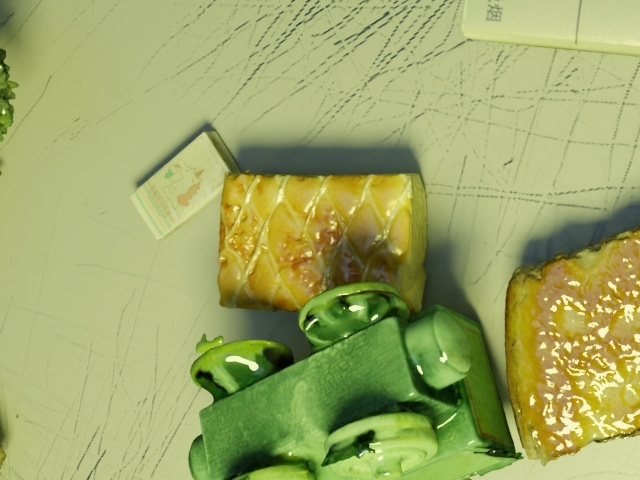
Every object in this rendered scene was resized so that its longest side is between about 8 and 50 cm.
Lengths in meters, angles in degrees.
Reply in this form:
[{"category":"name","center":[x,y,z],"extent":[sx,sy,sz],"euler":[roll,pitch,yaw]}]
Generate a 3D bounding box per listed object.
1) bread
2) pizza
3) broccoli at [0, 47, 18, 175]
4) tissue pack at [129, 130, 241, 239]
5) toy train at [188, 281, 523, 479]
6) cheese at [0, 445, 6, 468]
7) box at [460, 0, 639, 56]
[{"category":"bread","center":[0.001,0.000,0.995],"extent":[0.188,0.068,0.126],"euler":[2,97,24]},{"category":"pizza","center":[0.285,0.074,0.874],"extent":[0.296,0.071,0.189],"euler":[-15,87,24]},{"category":"broccoli","center":[-0.414,-0.096,1.074],"extent":[0.375,0.249,0.302],"euler":[-13,98,35]},{"category":"tissue pack","center":[-0.129,-0.052,1.073],"extent":[0.108,0.023,0.056],"euler":[-36,81,24]},{"category":"toy train","center":[0.020,0.146,0.929],"extent":[0.271,0.188,0.159],"euler":[-29,57,27]},{"category":"cheese","center":[-0.491,0.207,1.212],"extent":[0.316,0.128,0.260],"euler":[43,113,16]},{"category":"box","center":[0.246,-0.223,0.857],"extent":[0.259,0.071,0.168],"euler":[10,100,24]}]
